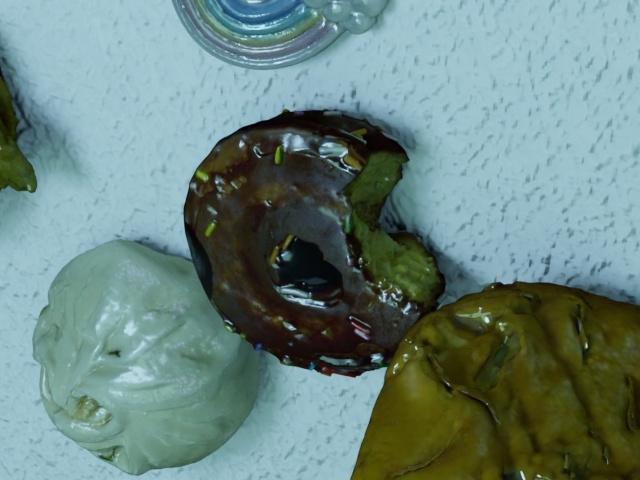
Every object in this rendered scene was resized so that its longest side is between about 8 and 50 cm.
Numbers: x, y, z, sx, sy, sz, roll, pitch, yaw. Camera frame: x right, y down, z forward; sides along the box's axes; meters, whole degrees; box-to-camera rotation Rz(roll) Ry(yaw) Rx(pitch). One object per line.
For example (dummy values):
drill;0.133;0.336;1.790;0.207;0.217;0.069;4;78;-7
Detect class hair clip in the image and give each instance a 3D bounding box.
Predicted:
hair clip;-0.065;-0.213;1.570;0.220;0.054;0.140;40;122;-3

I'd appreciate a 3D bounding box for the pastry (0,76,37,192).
pastry;-0.376;-0.114;1.750;0.235;0.132;0.240;-28;110;28

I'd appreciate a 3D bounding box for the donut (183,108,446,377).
donut;-0.001;-0.001;1.627;0.216;0.096;0.230;-24;105;39

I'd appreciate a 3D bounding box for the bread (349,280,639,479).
bread;0.187;0.225;1.496;0.398;0.398;0.215;35;142;5

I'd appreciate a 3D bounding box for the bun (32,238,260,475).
bun;-0.167;0.114;1.762;0.231;0.133;0.231;15;126;22
